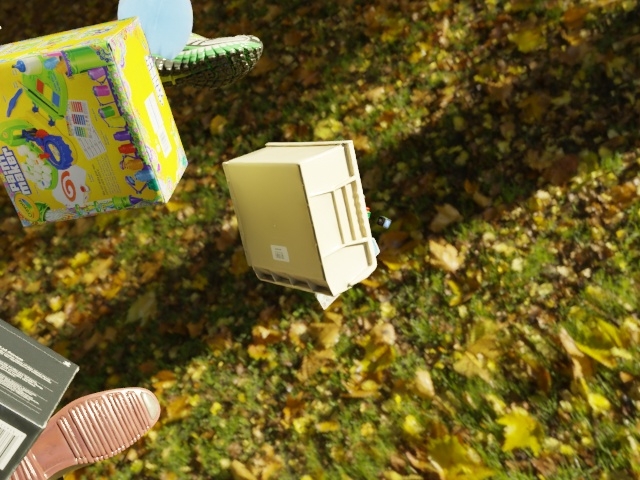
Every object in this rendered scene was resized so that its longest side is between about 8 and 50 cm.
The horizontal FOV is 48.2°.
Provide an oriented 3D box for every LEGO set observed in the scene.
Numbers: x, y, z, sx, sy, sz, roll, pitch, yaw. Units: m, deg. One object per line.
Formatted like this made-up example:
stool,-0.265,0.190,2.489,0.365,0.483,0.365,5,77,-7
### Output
LEGO set,0.047,0.002,1.520,0.244,0.182,0.060,-45,46,-18

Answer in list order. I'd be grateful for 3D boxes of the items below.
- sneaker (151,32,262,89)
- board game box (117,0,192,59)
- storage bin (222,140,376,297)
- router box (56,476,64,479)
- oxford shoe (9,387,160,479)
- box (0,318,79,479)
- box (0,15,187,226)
sneaker,-0.291,-0.415,1.538,0.343,0.134,0.146,-7,72,-17
board game box,-0.319,-0.425,1.357,0.033,0.168,0.133,20,96,38
storage bin,-0.042,-0.046,1.363,0.123,0.260,0.262,-25,20,-35
router box,-0.667,0.419,1.500,0.243,0.081,0.309,-43,62,30
oxford shoe,-0.476,0.377,1.351,0.348,0.123,0.130,-20,-9,-27
box,-0.366,0.107,0.636,0.103,0.261,0.184,-55,11,1
box,-0.424,-0.207,1.263,0.279,0.290,0.177,-8,29,9
